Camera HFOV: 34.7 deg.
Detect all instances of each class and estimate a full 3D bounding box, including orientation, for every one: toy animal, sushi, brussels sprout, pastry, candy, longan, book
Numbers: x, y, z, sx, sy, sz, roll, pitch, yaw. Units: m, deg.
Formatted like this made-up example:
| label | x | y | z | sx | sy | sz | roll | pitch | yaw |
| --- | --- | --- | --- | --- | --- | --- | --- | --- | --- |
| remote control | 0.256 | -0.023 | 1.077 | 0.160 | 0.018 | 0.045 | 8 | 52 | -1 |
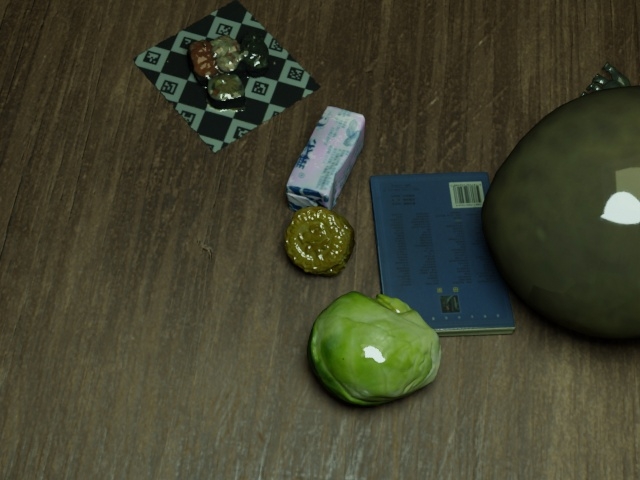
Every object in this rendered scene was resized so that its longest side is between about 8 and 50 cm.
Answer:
| label | x | y | z | sx | sy | sz | roll | pitch | yaw |
| --- | --- | --- | --- | --- | --- | --- | --- | --- | --- |
| toy animal | 0.462 | -0.231 | 1.684 | 0.065 | 0.047 | 0.136 | 39 | 60 | 6 |
| sushi | -0.153 | -0.285 | 1.658 | 0.219 | 0.047 | 0.231 | -35 | 70 | -21 |
| brussels sprout | 0.070 | 0.158 | 1.402 | 0.183 | 0.131 | 0.145 | 26 | 41 | 8 |
| pastry | 0.000 | 0.000 | 1.497 | 0.097 | 0.057 | 0.109 | -34 | 89 | 13 |
| candy | 0.008 | -0.116 | 1.558 | 0.073 | 0.092 | 0.160 | 20 | 64 | 12 |
| longan | 0.422 | -0.045 | 1.428 | 0.404 | 0.336 | 0.405 | -15 | 30 | 9 |
| book | 0.179 | 0.017 | 1.541 | 0.190 | 0.025 | 0.269 | -2 | 62 | -5 |
